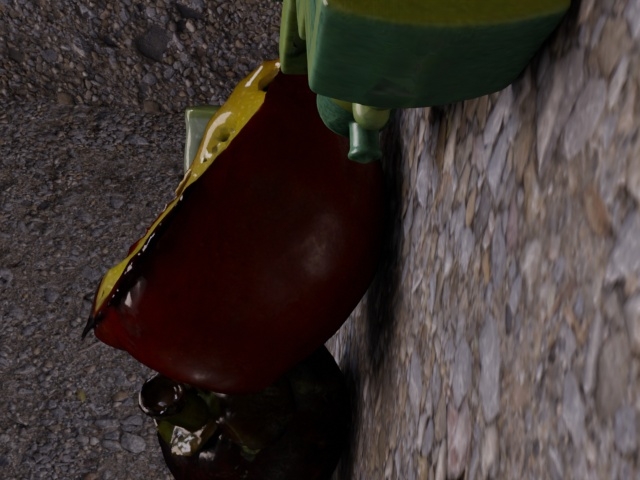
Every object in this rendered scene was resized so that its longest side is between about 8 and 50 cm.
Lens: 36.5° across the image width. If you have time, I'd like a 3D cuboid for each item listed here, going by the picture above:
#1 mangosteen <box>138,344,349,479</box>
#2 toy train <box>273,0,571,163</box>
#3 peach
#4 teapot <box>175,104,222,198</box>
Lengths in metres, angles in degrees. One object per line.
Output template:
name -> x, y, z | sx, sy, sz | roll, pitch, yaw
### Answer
mangosteen -> -0.100, 0.182, 1.065 | 0.289, 0.231, 0.231 | 29, -125, -47
toy train -> 0.033, -0.169, 0.599 | 0.369, 0.150, 0.237 | 110, 157, -78
peach -> -0.049, -0.009, 0.917 | 0.362, 0.201, 0.257 | -57, 12, -10
teapot -> -0.101, -0.017, 1.416 | 0.239, 0.239, 0.322 | 131, 138, -80
